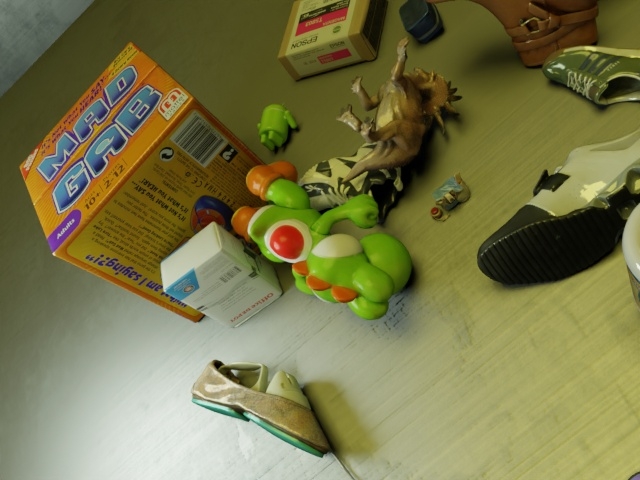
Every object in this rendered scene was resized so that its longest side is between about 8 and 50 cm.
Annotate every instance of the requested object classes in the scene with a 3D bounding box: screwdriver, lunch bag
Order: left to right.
[{"bbox_3d":[0.060,0.372,0.810,0.024,0.025,0.170,-51,39,0],"label":"screwdriver"},{"bbox_3d":[0.218,-0.482,1.169,0.067,0.065,0.099,-33,49,35],"label":"lunch bag"}]

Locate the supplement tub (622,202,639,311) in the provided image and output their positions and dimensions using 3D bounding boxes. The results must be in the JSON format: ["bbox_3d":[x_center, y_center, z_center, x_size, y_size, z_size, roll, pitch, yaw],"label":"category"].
[{"bbox_3d":[0.436,0.036,0.620,0.144,0.199,0.145,-17,55,26],"label":"supplement tub"}]

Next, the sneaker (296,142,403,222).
[{"bbox_3d":[0.054,-0.083,1.025,0.234,0.094,0.153,-23,44,10],"label":"sneaker"}]

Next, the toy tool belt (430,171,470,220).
[{"bbox_3d":[0.217,-0.079,0.939,0.083,0.051,0.052,-44,48,6],"label":"toy tool belt"}]

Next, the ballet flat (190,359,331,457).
[{"bbox_3d":[-0.101,0.267,0.924,0.315,0.107,0.106,8,62,36],"label":"ballet flat"}]

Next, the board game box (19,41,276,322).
[{"bbox_3d":[-0.330,-0.117,1.134,0.356,0.356,0.356,-48,48,1],"label":"board game box"}]

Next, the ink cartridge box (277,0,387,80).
[{"bbox_3d":[0.029,-0.510,1.300,0.234,0.088,0.193,-4,61,32],"label":"ink cartridge box"}]

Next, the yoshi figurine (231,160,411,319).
[{"bbox_3d":[0.016,0.006,0.952,0.203,0.204,0.362,-41,53,-13],"label":"yoshi figurine"}]

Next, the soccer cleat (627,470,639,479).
[{"bbox_3d":[0.366,0.388,0.517,0.108,0.116,0.319,-14,57,28],"label":"soccer cleat"}]

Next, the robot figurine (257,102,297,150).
[{"bbox_3d":[-0.108,-0.270,1.265,0.101,0.067,0.115,-17,55,36],"label":"robot figurine"}]

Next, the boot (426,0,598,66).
[{"bbox_3d":[0.332,-0.407,0.944,0.283,0.220,0.109,-11,47,27],"label":"boot"}]

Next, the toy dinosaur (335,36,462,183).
[{"bbox_3d":[0.152,-0.216,0.973,0.127,0.200,0.296,6,72,55],"label":"toy dinosaur"}]

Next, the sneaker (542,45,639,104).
[{"bbox_3d":[0.450,-0.263,0.876,0.192,0.064,0.086,14,68,36],"label":"sneaker"}]

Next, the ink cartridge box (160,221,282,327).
[{"bbox_3d":[-0.187,0.072,1.035,0.139,0.190,0.082,-35,48,12],"label":"ink cartridge box"}]

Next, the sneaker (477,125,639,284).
[{"bbox_3d":[0.374,-0.056,0.791,0.330,0.122,0.146,-31,32,17],"label":"sneaker"}]
